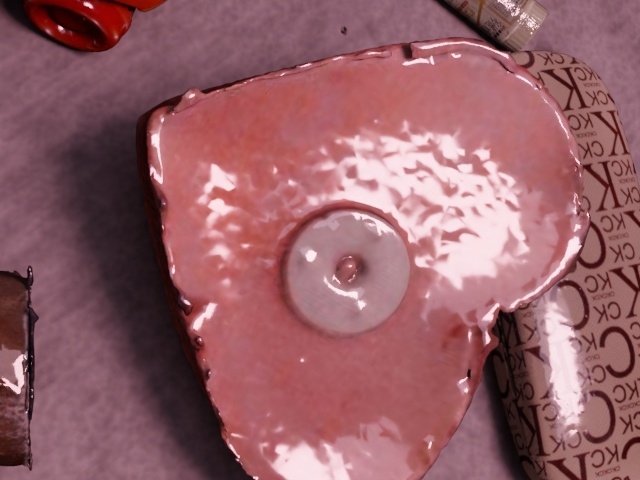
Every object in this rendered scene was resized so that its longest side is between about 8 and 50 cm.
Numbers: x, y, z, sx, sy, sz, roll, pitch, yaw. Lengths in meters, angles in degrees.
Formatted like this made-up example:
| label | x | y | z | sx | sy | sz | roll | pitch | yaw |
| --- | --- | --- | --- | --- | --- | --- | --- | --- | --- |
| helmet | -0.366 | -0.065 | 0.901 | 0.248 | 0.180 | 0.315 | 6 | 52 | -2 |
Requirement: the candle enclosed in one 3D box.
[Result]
| label | x | y | z | sx | sy | sz | roll | pitch | yaw |
| --- | --- | --- | --- | --- | --- | --- | --- | --- | --- |
| candle | 0.000 | 0.000 | 0.765 | 0.287 | 0.131 | 0.317 | 28 | 89 | -18 |

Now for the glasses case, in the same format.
| label | x | y | z | sx | sy | sz | roll | pitch | yaw |
| --- | --- | --- | --- | --- | --- | --- | --- | --- | --- |
| glasses case | 0.189 | 0.025 | 0.885 | 0.137 | 0.085 | 0.355 | -6 | 79 | -21 |

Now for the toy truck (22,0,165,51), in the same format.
| label | x | y | z | sx | sy | sz | roll | pitch | yaw |
| --- | --- | --- | --- | --- | --- | --- | --- | --- | --- |
| toy truck | -0.180 | -0.271 | 0.735 | 0.264 | 0.239 | 0.189 | 24 | 70 | -14 |

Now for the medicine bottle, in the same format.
| label | x | y | z | sx | sy | sz | roll | pitch | yaw |
| --- | --- | --- | --- | --- | --- | --- | --- | --- | --- |
| medicine bottle | 0.141 | -0.196 | 0.944 | 0.083 | 0.047 | 0.047 | 36 | 67 | -9 |

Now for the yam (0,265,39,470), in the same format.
| label | x | y | z | sx | sy | sz | roll | pitch | yaw |
| --- | --- | --- | --- | --- | --- | --- | --- | --- | --- |
| yam | -0.299 | 0.056 | 0.674 | 0.279 | 0.131 | 0.131 | 11 | 73 | -15 |
